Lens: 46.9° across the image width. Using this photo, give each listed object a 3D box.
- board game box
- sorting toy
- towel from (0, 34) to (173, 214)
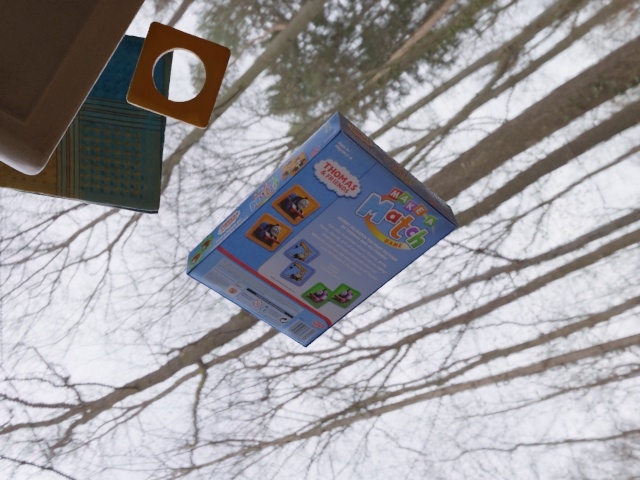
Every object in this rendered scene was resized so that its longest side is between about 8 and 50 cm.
[{"bbox_3d":[0.000,0.000,0.709,0.160,0.211,0.039,36,-153,-28],"label":"board game box"},{"bbox_3d":[-0.235,-0.172,0.537,0.347,0.047,0.196,31,-90,-9],"label":"sorting toy"},{"bbox_3d":[-0.416,-0.195,1.118,0.370,0.271,0.040,9,-159,-5],"label":"towel"}]
